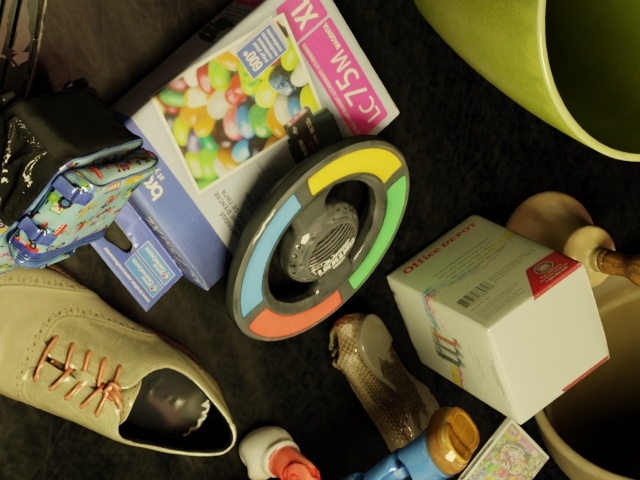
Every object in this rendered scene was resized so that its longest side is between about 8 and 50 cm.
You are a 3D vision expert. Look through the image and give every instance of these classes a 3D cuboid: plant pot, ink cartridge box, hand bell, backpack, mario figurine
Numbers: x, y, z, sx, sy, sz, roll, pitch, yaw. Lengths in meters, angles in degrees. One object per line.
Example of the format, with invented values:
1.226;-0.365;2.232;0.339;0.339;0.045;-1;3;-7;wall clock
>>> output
0.408;0.218;1.638;0.323;0.323;0.280;-37;138;-17;plant pot
0.180;0.076;1.499;0.128;0.176;0.127;-34;123;-18;ink cartridge box
0.303;0.021;1.506;0.126;0.242;0.126;-3;98;-26;hand bell
-0.239;-0.035;1.194;0.117;0.158;0.173;46;110;6;backpack
-0.087;-0.091;1.347;0.311;0.065;0.186;-42;122;-12;ink cartridge box
0.030;0.271;1.440;0.320;0.198;0.170;-25;138;25;mario figurine
0.215;-0.237;1.345;0.275;0.293;0.275;-10;110;-30;plant pot

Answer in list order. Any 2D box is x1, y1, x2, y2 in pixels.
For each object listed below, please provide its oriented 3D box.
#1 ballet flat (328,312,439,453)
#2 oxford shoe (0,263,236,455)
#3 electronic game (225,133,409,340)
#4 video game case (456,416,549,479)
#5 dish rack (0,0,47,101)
0.070;0.169;1.538;0.250;0.058;0.084;58;37;-37;ballet flat
-0.214;0.100;1.284;0.348;0.130;0.123;24;92;-35;oxford shoe
0.000;0.000;1.390;0.229;0.048;0.229;-35;147;-27;electronic game
0.202;0.272;1.676;0.122;0.011;0.087;-50;125;-9;video game case
-0.344;-0.164;1.151;0.271;0.074;0.208;8;103;-35;dish rack
